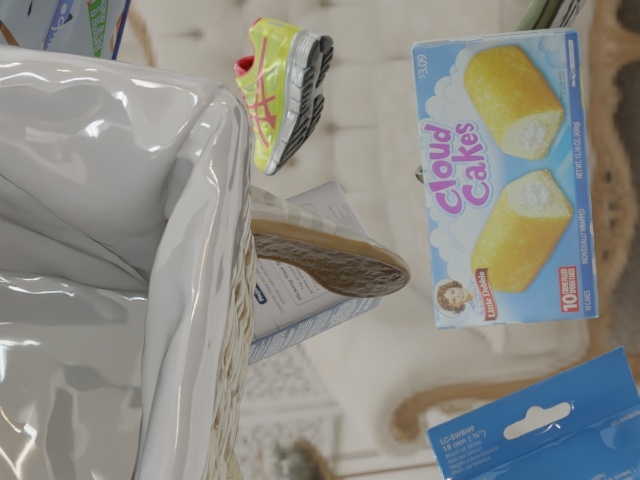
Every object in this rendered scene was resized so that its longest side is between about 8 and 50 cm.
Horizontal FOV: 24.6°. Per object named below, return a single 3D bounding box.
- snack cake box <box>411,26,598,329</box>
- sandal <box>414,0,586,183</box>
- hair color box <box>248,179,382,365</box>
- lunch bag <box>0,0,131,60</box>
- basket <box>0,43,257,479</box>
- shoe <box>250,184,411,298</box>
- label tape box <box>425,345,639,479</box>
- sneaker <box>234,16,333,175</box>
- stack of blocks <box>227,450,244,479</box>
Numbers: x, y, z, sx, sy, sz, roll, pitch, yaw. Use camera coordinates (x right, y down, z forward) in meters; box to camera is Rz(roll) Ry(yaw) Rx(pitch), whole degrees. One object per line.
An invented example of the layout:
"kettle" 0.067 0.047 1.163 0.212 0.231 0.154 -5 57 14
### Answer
"snack cake box" 0.169 -0.058 1.358 0.089 0.152 0.264 -70 -26 -78
"sandal" 0.184 -0.190 1.534 0.086 0.120 0.302 35 110 12
"hair color box" -0.090 0.065 2.008 0.174 0.347 0.105 58 152 18
"lunch bag" -0.215 -0.147 0.982 0.243 0.115 0.303 -10 -61 -73
"basket" -0.205 0.096 0.649 0.266 0.328 0.331 89 -170 -77
"shoe" 0.000 0.000 1.402 0.076 0.219 0.058 -36 48 37
"label tape box" 0.280 0.316 1.541 0.106 0.241 0.333 -138 26 -73
"sneaker" -0.049 -0.157 1.552 0.094 0.081 0.208 29 138 11
"stack of blocks" -0.178 0.216 1.452 0.171 0.087 0.297 -34 68 33
